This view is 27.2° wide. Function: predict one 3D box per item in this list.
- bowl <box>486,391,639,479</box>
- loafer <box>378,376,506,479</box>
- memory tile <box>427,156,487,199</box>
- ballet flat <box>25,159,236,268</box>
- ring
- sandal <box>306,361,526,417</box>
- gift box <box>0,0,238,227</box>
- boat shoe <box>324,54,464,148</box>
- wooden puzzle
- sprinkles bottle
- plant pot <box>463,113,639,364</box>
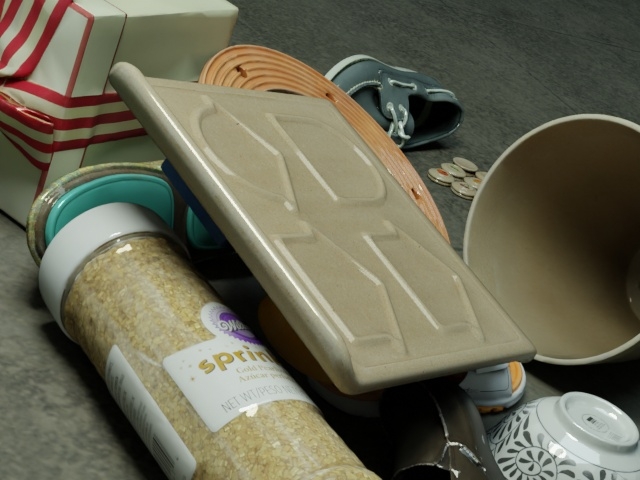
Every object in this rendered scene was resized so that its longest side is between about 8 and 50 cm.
[{"bbox_3d":[0.226,0.185,1.152,0.170,0.080,0.170,17,25,-8],"label":"bowl"},{"bbox_3d":[0.091,0.178,1.050,0.078,0.080,0.220,10,27,-27],"label":"loafer"},{"bbox_3d":[0.220,-0.065,1.746,0.148,0.012,0.113,32,26,22],"label":"memory tile"},{"bbox_3d":[-0.163,-0.025,1.236,0.123,0.123,0.349,36,27,28],"label":"ballet flat"},{"bbox_3d":[0.005,-0.057,1.319,0.337,0.032,0.336,35,31,-25],"label":"ring"},{"bbox_3d":[0.107,0.107,1.216,0.265,0.076,0.102,-3,34,-44],"label":"sandal"},{"bbox_3d":[-0.267,-0.192,1.294,0.255,0.276,0.258,28,26,25],"label":"gift box"},{"bbox_3d":[0.090,-0.171,1.734,0.099,0.116,0.319,29,20,24],"label":"boat shoe"},{"bbox_3d":[0.000,0.000,1.107,0.322,0.080,0.348,52,23,22],"label":"wooden puzzle"},{"bbox_3d":[-0.090,0.111,0.990,0.121,0.121,0.355,1,32,-39],"label":"sprinkles bottle"},{"bbox_3d":[0.333,0.021,1.425,0.274,0.256,0.256,16,20,-51],"label":"plant pot"}]
